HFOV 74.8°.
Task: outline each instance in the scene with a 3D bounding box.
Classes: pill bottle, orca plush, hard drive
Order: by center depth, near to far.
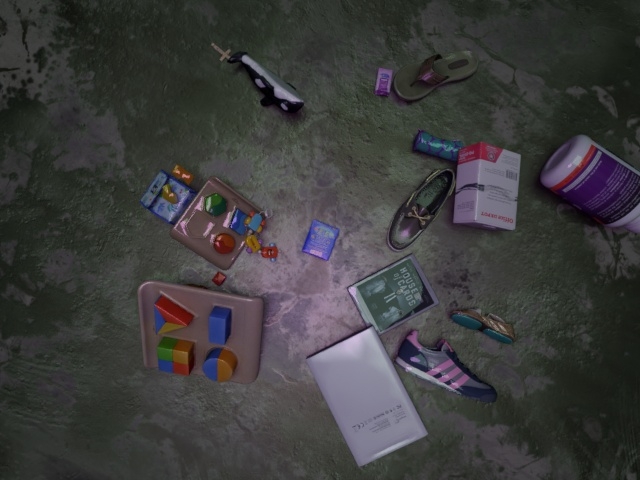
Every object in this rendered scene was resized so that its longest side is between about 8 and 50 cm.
[{"bbox_3d":[0.137,0.466,1.267,0.232,0.047,0.353,-27,87,5],"label":"hard drive"},{"bbox_3d":[0.854,-0.163,1.268,0.322,0.181,0.182,35,86,3],"label":"pill bottle"},{"bbox_3d":[-0.183,-0.483,1.338,0.287,0.151,0.102,35,117,0],"label":"orca plush"}]

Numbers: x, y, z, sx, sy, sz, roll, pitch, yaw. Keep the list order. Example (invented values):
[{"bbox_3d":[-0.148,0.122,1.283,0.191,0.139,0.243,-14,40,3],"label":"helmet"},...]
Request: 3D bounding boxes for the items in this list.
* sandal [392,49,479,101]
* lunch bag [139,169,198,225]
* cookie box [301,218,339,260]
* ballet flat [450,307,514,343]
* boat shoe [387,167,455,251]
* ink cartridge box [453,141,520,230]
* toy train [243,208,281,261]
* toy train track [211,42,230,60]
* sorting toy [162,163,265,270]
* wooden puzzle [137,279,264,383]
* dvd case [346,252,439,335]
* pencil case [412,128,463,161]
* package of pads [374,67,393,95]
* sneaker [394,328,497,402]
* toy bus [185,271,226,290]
[{"bbox_3d":[0.370,-0.550,1.349,0.302,0.086,0.120,-24,85,-2],"label":"sandal"},{"bbox_3d":[-0.478,-0.135,1.313,0.151,0.096,0.129,33,88,15],"label":"lunch bag"},{"bbox_3d":[0.000,0.000,1.323,0.091,0.040,0.107,21,85,2],"label":"cookie box"},{"bbox_3d":[0.502,0.250,1.298,0.206,0.073,0.067,26,58,0],"label":"ballet flat"},{"bbox_3d":[0.312,-0.099,1.306,0.109,0.091,0.305,36,86,3],"label":"boat shoe"},{"bbox_3d":[0.508,-0.157,1.279,0.171,0.100,0.238,9,84,-25],"label":"ink cartridge box"},{"bbox_3d":[-0.188,-0.013,1.306,0.125,0.046,0.167,-8,93,-42],"label":"toy train"},{"bbox_3d":[-0.331,-0.630,1.392,0.083,0.014,0.048,39,86,4],"label":"toy train track"},{"bbox_3d":[-0.347,-0.076,1.272,0.307,0.041,0.229,37,87,-21],"label":"sorting toy"},{"bbox_3d":[-0.348,0.284,1.205,0.347,0.081,0.323,8,117,-1],"label":"wooden puzzle"},{"bbox_3d":[0.227,0.173,1.314,0.238,0.029,0.179,-28,86,-2],"label":"dvd case"},{"bbox_3d":[0.375,-0.303,1.338,0.151,0.064,0.070,16,101,1],"label":"pencil case"},{"bbox_3d":[0.207,-0.521,1.374,0.050,0.032,0.084,9,85,4],"label":"package of pads"},{"bbox_3d":[0.391,0.376,1.255,0.318,0.112,0.131,22,88,1],"label":"sneaker"},{"bbox_3d":[-0.336,0.206,1.273,0.202,0.104,0.191,-25,86,-2],"label":"toy bus"}]
